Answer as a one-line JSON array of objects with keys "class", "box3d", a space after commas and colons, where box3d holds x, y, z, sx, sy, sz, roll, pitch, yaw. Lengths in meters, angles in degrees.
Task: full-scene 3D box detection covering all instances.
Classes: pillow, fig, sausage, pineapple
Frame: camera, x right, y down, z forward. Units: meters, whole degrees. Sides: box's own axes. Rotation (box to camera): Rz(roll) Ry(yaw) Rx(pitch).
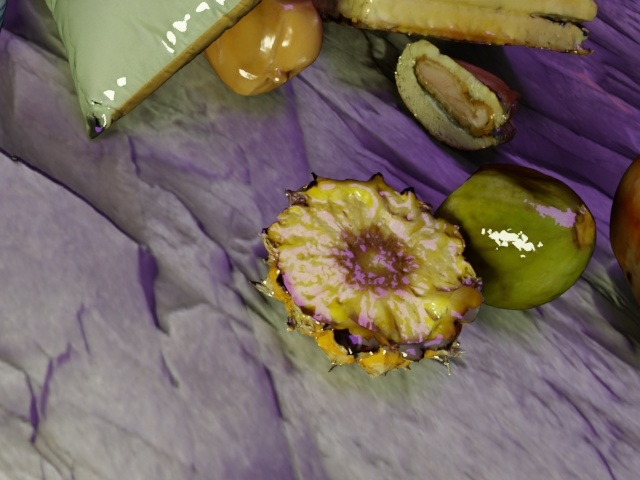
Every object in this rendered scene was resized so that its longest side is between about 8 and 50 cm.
[{"class": "pillow", "box3d": [-0.154, -0.289, 1.494, 0.119, 0.310, 0.312, 45, 11, -45]}, {"class": "fig", "box3d": [0.189, -0.004, 1.424, 0.165, 0.154, 0.144, 12, 62, 46]}, {"class": "sausage", "box3d": [-0.080, -0.253, 1.592, 0.120, 0.136, 0.241, 2, 40, -31]}, {"class": "pineapple", "box3d": [0.040, 0.036, 1.325, 0.224, 0.076, 0.225, 10, 49, -11]}]

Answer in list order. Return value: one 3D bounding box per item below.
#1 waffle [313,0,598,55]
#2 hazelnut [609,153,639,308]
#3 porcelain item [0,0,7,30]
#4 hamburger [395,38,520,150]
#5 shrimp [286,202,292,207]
[{"class": "waffle", "box3d": [0.143, -0.279, 1.730, 0.308, 0.091, 0.213, 3, 11, -26]}, {"class": "hazelnut", "box3d": [0.396, 0.009, 1.466, 0.251, 0.217, 0.217, 48, 36, -4]}, {"class": "porcelain item", "box3d": [-0.366, -0.202, 1.368, 0.147, 0.114, 0.147, 15, 35, -11]}, {"class": "hamburger", "box3d": [0.166, -0.149, 1.660, 0.102, 0.087, 0.176, 10, 22, -49]}, {"class": "shrimp", "box3d": [-0.004, 0.000, 1.403, 0.092, 0.029, 0.038, 33, 43, 21]}]
